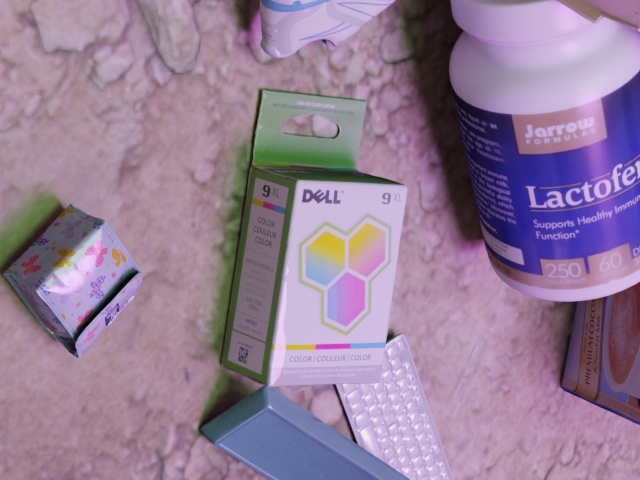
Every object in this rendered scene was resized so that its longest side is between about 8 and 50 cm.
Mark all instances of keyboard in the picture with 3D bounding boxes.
[{"bbox_3d":[0.075,0.196,1.559,0.072,0.014,0.256,-36,122,-28],"label":"keyboard"}]

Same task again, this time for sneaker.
[{"bbox_3d":[0.022,-0.184,1.387,0.191,0.071,0.083,-24,138,-36],"label":"sneaker"}]

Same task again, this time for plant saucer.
[{"bbox_3d":[-0.006,0.171,1.455,0.067,0.018,0.192,-35,134,19],"label":"plant saucer"}]

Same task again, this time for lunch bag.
[{"bbox_3d":[-0.160,0.030,1.286,0.071,0.053,0.083,-47,136,-20],"label":"lunch bag"}]

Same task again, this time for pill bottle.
[{"bbox_3d":[0.182,-0.097,1.463,0.153,0.153,0.264,-37,129,-28],"label":"pill bottle"}]

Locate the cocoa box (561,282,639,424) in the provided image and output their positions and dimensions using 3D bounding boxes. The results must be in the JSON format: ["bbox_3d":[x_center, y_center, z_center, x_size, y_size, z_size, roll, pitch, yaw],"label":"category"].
[{"bbox_3d":[0.380,-0.004,1.602,0.231,0.228,0.347,6,98,-28],"label":"cocoa box"}]

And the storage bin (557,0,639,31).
[{"bbox_3d":[0.202,-0.314,1.359,0.262,0.260,0.123,-44,156,-24],"label":"storage bin"}]

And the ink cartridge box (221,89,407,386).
[{"bbox_3d":[0.000,0.000,1.408,0.109,0.062,0.209,2,100,-40],"label":"ink cartridge box"}]
